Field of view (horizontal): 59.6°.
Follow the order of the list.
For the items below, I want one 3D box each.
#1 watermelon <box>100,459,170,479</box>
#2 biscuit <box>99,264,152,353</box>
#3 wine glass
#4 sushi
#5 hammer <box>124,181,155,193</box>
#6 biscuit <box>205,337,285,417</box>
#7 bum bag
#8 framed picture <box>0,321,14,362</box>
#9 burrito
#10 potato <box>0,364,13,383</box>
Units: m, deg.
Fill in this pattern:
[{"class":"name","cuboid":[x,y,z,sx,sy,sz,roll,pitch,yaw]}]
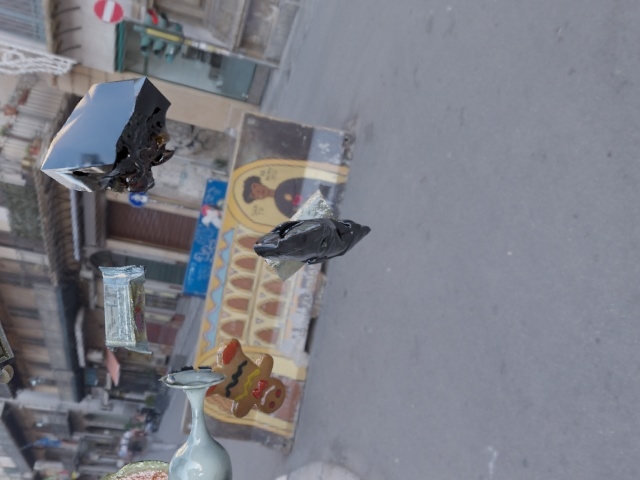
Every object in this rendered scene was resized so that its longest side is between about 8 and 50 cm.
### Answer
[{"class":"watermelon","cuboid":[-0.349,0.580,1.274,0.159,0.304,0.128,47,-115,-81]},{"class":"biscuit","cuboid":[-0.668,0.239,1.922,0.079,0.186,0.308,-8,-85,-69]},{"class":"wine glass","cuboid":[-0.253,0.427,1.152,0.143,0.144,0.320,-171,79,-76]},{"class":"sushi","cuboid":[-0.466,-0.219,1.301,0.212,0.216,0.226,51,-136,-57]},{"class":"hammer","cuboid":[-0.614,-0.176,1.796,0.078,0.201,0.021,-56,-40,-49]},{"class":"biscuit","cuboid":[-0.167,0.341,1.335,0.036,0.250,0.165,8,62,48]},{"class":"bum bag","cuboid":[0.000,0.000,1.147,0.340,0.144,0.095,2,-107,-66]},{"class":"framed picture","cuboid":[-0.678,0.220,0.989,0.024,0.232,0.315,59,148,8]},{"class":"burrito","cuboid":[-0.056,-0.012,1.792,0.299,0.143,0.105,-47,-2,-5]},{"class":"potato","cuboid":[-0.995,0.424,1.781,0.093,0.037,0.036,-45,11,38]}]
